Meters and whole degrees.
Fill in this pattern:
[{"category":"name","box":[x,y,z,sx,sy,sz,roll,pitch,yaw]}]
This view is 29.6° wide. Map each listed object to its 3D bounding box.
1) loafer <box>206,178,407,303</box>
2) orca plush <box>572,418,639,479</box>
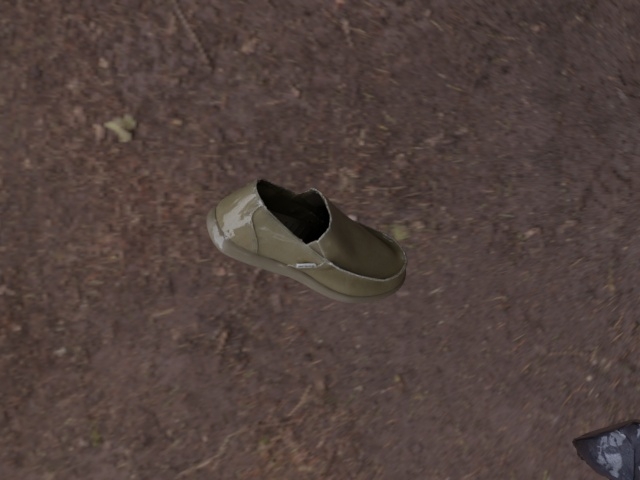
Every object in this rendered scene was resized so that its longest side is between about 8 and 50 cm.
[{"category":"loafer","box":[0.000,0.000,0.784,0.050,0.148,0.056,-48,40,40]},{"category":"orca plush","box":[0.182,0.219,0.540,0.151,0.102,0.287,-29,75,25]}]
